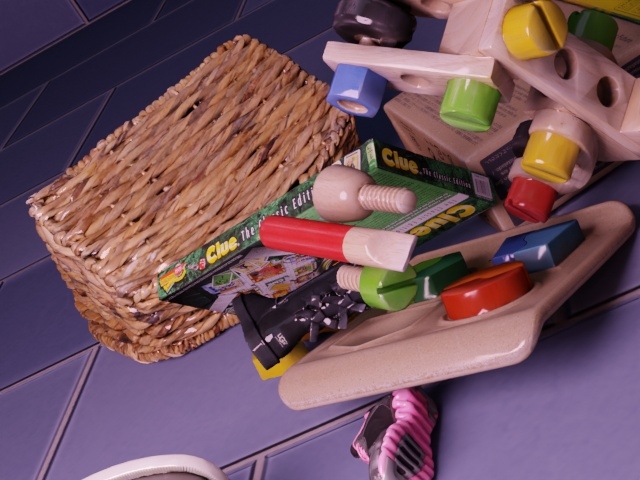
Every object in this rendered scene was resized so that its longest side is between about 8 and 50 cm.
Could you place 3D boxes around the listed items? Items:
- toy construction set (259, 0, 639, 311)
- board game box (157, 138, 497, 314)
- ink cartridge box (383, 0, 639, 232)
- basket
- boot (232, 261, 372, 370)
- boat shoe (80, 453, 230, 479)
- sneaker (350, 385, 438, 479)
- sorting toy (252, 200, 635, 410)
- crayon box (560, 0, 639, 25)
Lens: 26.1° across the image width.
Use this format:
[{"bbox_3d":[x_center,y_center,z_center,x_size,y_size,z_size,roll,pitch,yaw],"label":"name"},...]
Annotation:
[{"bbox_3d":[0.135,-0.077,0.891,0.309,0.257,0.237,-47,31,-23],"label":"toy construction set"},{"bbox_3d":[0.000,0.000,1.101,0.259,0.136,0.030,-30,57,38],"label":"board game box"},{"bbox_3d":[0.182,-0.114,1.195,0.193,0.088,0.235,-33,21,-2],"label":"ink cartridge box"},{"bbox_3d":[-0.090,-0.008,1.343,0.299,0.223,0.213,-41,56,-20],"label":"basket"},{"bbox_3d":[-0.013,0.046,1.038,0.099,0.045,0.121,-34,17,0],"label":"boot"},{"bbox_3d":[-0.182,0.250,0.909,0.305,0.109,0.091,-34,21,14],"label":"boat shoe"},{"bbox_3d":[0.044,0.139,0.920,0.057,0.047,0.119,-31,13,22],"label":"sneaker"},{"bbox_3d":[0.061,0.049,1.024,0.307,0.041,0.229,-17,13,35],"label":"sorting toy"},{"bbox_3d":[0.337,-0.236,1.248,0.202,0.081,0.318,-34,22,-2],"label":"crayon box"}]
